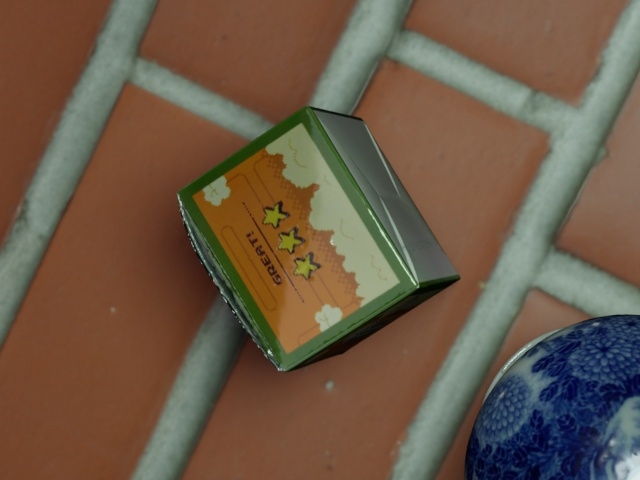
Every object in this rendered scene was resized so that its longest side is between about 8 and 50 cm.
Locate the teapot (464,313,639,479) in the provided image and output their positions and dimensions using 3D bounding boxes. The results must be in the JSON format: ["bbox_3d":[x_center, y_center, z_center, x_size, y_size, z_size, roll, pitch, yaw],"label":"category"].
[{"bbox_3d":[0.230,0.171,1.380,0.424,0.280,0.252,-34,120,-6],"label":"teapot"}]

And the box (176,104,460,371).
[{"bbox_3d":[0.000,0.000,1.450,0.148,0.195,0.177,-32,84,12],"label":"box"}]
